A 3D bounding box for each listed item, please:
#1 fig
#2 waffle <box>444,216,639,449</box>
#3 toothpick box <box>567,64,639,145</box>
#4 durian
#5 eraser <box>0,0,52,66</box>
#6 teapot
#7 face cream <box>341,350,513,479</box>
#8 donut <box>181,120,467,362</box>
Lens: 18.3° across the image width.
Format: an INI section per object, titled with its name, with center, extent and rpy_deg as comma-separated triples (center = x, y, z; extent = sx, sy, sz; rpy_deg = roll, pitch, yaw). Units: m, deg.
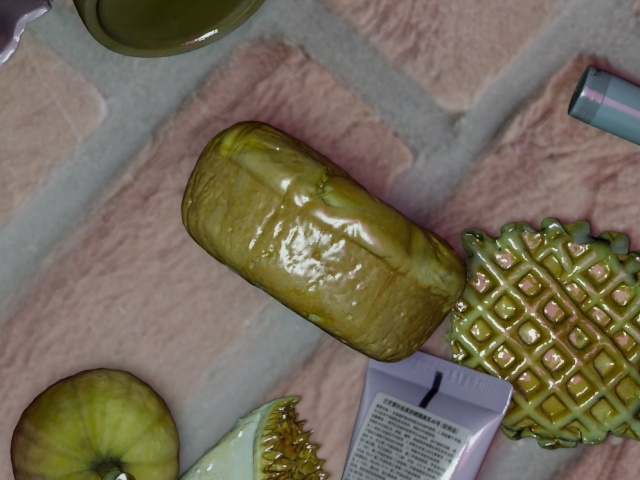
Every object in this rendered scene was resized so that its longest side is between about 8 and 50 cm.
[fig]
center = -0.176, 0.192, 1.747
extent = 0.143, 0.231, 0.160
rpy_deg = 8, 83, -36
[waffle]
center = 0.217, 0.086, 1.823
extent = 0.208, 0.054, 0.214
rpy_deg = 4, 92, 1
[toothpick box]
center = 0.275, -0.122, 1.823
extent = 0.083, 0.052, 0.052
rpy_deg = 23, 90, -3
[durian]
center = -0.084, 0.262, 1.813
extent = 0.252, 0.144, 0.139
rpy_deg = -44, 54, 6
[eraser]
center = -0.362, -0.166, 1.659
extent = 0.272, 0.359, 0.122
rpy_deg = -43, 92, 1
[teapot]
center = -0.136, -0.284, 1.764
extent = 0.267, 0.185, 0.175
rpy_deg = -4, 58, -30
[face cream]
center = 0.070, 0.237, 1.802
extent = 0.154, 0.096, 0.274
rpy_deg = 18, 90, 37
[donut]
center = 0.000, 0.000, 1.744
extent = 0.261, 0.208, 0.128
rpy_deg = 34, 93, 7
